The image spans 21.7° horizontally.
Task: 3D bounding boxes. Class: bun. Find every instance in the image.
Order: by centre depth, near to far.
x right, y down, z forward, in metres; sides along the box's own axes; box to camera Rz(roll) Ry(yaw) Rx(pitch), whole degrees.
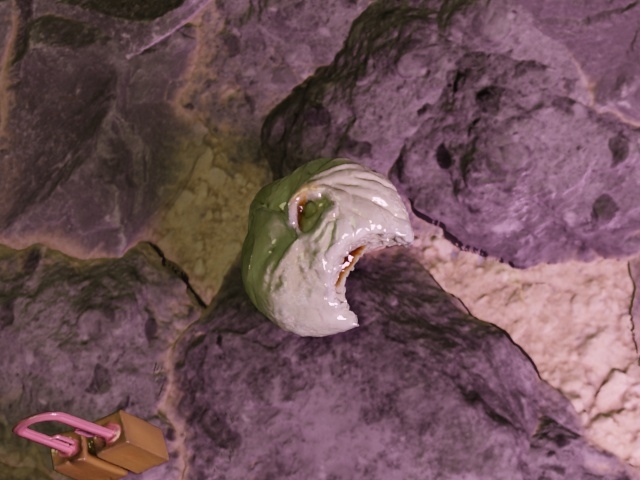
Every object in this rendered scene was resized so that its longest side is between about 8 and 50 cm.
[{"bbox_3d":[0.000,0.000,1.907,0.203,0.126,0.213,0,71,24],"label":"bun"}]

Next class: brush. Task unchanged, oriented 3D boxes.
[{"bbox_3d":[-0.268,0.219,1.865,0.103,0.233,0.047,-21,65,15],"label":"brush"}]
